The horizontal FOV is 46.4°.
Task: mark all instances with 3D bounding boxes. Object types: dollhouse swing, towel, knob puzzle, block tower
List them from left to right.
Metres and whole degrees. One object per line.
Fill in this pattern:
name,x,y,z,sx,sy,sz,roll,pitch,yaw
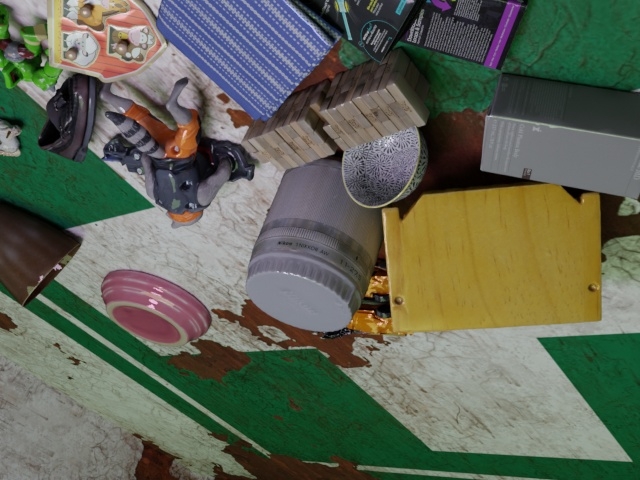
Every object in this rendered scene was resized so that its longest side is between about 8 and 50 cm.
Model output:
knob puzzle,-0.351,-0.336,1.229,0.213,0.030,0.213,0,135,0
towel,-0.120,-0.309,1.093,0.243,0.040,0.336,41,159,-10
block tower,0.024,-0.206,1.219,0.335,0.097,0.091,-11,137,43
dollhouse swing,0.300,0.022,1.370,0.346,0.305,0.316,-5,107,8

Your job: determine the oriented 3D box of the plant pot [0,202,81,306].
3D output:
plant pot,-0.780,0.015,1.923,0.230,0.215,0.215,41,145,-8

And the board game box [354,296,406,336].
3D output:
board game box,0.076,0.168,1.809,0.243,0.042,0.165,0,143,29

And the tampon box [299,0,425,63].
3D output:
tampon box,0.056,-0.337,0.959,0.161,0.101,0.120,36,147,1

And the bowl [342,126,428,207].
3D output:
bowl,0.123,-0.130,1.243,0.080,0.170,0.170,13,159,-42

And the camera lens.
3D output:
camera lens,0.000,0.000,1.370,0.219,0.274,0.219,14,148,9

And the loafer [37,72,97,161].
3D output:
loafer,-0.482,-0.226,1.415,0.095,0.109,0.302,4,163,-21

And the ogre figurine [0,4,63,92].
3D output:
ogre figurine,-0.534,-0.337,1.324,0.196,0.097,0.118,12,138,-9

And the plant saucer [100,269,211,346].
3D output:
plant saucer,-0.482,0.209,2.144,0.331,0.084,0.332,15,149,9

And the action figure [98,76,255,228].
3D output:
action figure,-0.319,-0.155,1.415,0.341,0.179,0.330,2,135,22

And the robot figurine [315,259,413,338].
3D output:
robot figurine,0.071,0.125,1.664,0.290,0.085,0.211,4,114,26

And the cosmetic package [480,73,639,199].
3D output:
cosmetic package,0.366,-0.154,1.098,0.237,0.107,0.127,13,145,17

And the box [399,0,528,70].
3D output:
box,0.190,-0.306,1.030,0.162,0.029,0.116,16,147,4

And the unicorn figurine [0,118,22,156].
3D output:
unicorn figurine,-0.689,-0.231,1.618,0.111,0.060,0.162,17,165,3
